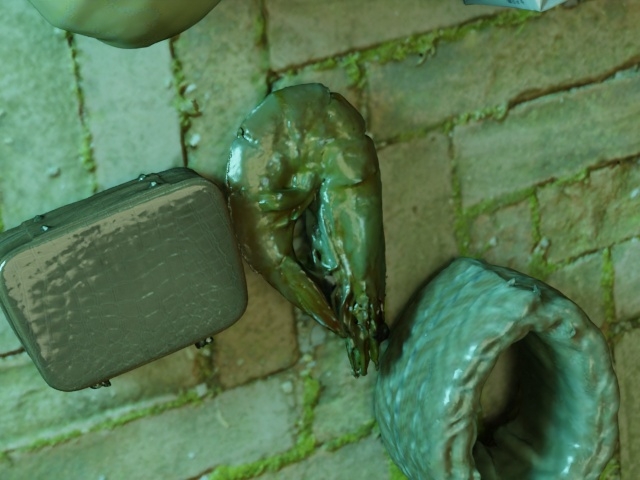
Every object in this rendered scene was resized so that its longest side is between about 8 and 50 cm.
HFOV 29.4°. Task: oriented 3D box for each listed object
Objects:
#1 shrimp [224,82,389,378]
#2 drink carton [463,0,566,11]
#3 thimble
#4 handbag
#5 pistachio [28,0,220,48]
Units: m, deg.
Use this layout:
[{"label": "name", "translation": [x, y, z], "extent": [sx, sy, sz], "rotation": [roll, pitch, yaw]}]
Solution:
[{"label": "shrimp", "translation": [0.000, 0.000, 1.042], "extent": [0.145, 0.061, 0.267], "rotation": [-25, 113, -26]}, {"label": "drink carton", "translation": [0.228, -0.277, 1.035], "extent": [0.222, 0.134, 0.102], "rotation": [-26, 113, -14]}, {"label": "thimble", "translation": [0.163, 0.145, 1.104], "extent": [0.196, 0.148, 0.229], "rotation": [17, 98, -25]}, {"label": "handbag", "translation": [-0.158, 0.034, 0.989], "extent": [0.193, 0.072, 0.151], "rotation": [-25, 110, -17]}, {"label": "pistachio", "translation": [-0.110, -0.276, 0.870], "extent": [0.187, 0.187, 0.299], "rotation": [34, 84, -25]}]
